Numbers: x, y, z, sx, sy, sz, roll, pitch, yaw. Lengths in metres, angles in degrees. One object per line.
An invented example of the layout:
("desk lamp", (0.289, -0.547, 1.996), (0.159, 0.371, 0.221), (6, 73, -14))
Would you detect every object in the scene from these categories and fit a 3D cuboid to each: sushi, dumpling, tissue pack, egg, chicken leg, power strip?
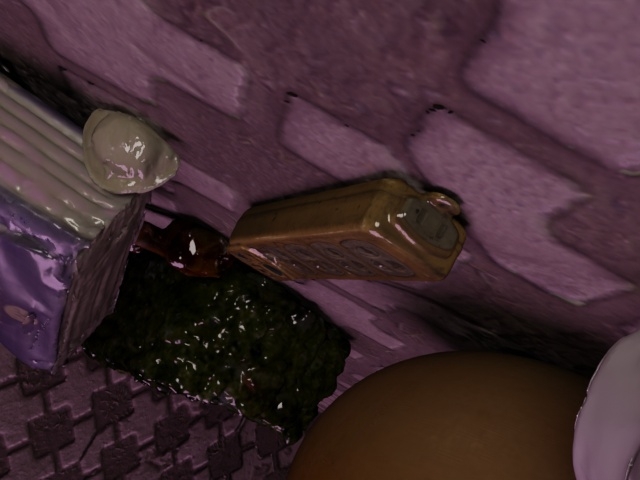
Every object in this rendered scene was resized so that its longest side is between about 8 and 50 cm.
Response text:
("sushi", (-0.139, 0.138, 1.014), (0.294, 0.178, 0.352), (36, 161, -36))
("dumpling", (-0.147, -0.063, 0.566), (0.077, 0.059, 0.043), (35, 175, -13))
("tissue pack", (-0.329, -0.054, 0.653), (0.343, 0.125, 0.242), (35, 142, 0))
("egg", (0.139, 0.240, 0.573), (0.374, 0.301, 0.301), (14, 160, 47))
("chicken leg", (-0.230, -0.016, 0.864), (0.304, 0.093, 0.113), (12, -174, 23))
("power strip", (0.000, 0.000, 0.534), (0.064, 0.044, 0.305), (33, 166, -20))

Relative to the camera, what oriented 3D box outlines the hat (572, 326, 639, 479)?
("hat", (0.184, 0.099, 0.314), (0.203, 0.203, 0.126), (33, -176, -16))
